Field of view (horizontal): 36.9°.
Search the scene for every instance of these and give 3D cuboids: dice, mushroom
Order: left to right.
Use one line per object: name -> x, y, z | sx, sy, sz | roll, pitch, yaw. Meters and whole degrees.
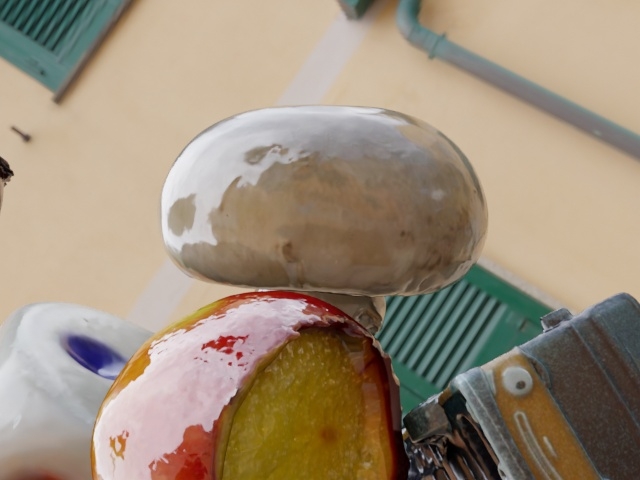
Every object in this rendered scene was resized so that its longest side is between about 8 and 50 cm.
dice -> -0.231, 0.253, 0.956 | 0.277, 0.304, 0.304 | -58, 17, 6
mushroom -> 0.000, 0.000, 1.057 | 0.362, 0.362, 0.295 | -11, -78, -61

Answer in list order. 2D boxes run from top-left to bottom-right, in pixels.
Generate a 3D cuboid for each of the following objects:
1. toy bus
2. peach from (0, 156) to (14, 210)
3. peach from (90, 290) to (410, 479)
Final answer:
toy bus -> 0.149, 0.154, 0.679 | 0.167, 0.139, 0.275 | -25, -17, -14
peach -> -0.515, -0.033, 1.090 | 0.257, 0.361, 0.201 | 30, -112, -28
peach -> -0.036, 0.125, 0.595 | 0.190, 0.196, 0.226 | -59, 7, 0
